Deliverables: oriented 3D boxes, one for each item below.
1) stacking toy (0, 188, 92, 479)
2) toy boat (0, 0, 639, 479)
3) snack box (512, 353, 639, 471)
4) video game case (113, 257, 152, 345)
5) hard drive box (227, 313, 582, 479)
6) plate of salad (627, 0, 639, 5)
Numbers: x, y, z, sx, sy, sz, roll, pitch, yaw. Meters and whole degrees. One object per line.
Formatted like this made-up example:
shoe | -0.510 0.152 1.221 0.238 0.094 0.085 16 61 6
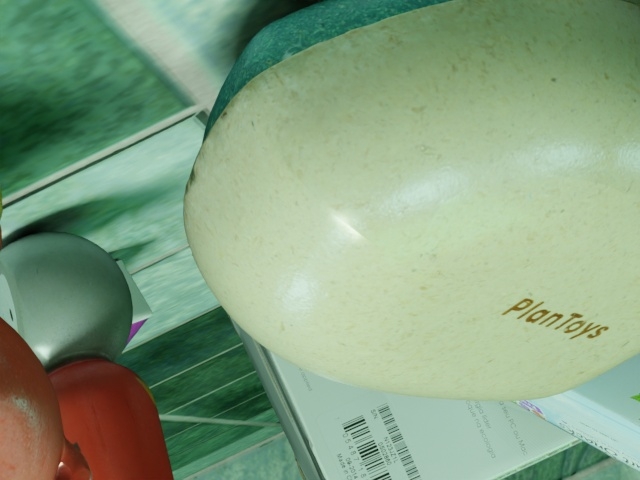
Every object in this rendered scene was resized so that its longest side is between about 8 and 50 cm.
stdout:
stacking toy | -0.226 0.073 0.468 0.309 0.130 0.279 -26 172 0
toy boat | 0.000 0.000 0.668 0.318 0.148 0.267 -32 152 20
snack box | 0.183 0.005 0.777 0.207 0.174 0.070 -50 138 -14
video game case | -0.216 0.108 0.849 0.210 0.042 0.232 -18 157 -44
hard drive box | 0.079 0.027 0.885 0.232 0.181 0.089 -23 171 -10
plate of salad | 0.094 -0.075 0.759 0.200 0.048 0.200 -25 172 -4
